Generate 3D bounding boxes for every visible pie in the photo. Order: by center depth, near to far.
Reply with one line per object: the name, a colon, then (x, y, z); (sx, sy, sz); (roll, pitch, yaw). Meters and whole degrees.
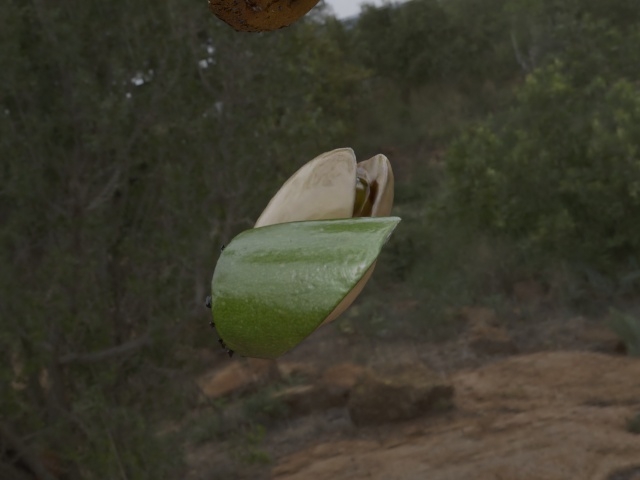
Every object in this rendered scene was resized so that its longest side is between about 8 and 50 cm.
pie: (-0.071, -0.430, 1.535); (0.273, 0.069, 0.273); (-34, -28, -21)

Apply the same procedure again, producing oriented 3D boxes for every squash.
squash: (0.004, 0.066, 1.265); (0.260, 0.189, 0.189); (-2, 17, 35)

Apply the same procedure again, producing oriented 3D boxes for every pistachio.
pistachio: (0.000, 0.000, 1.479); (0.193, 0.318, 0.214); (9, 39, -25)
